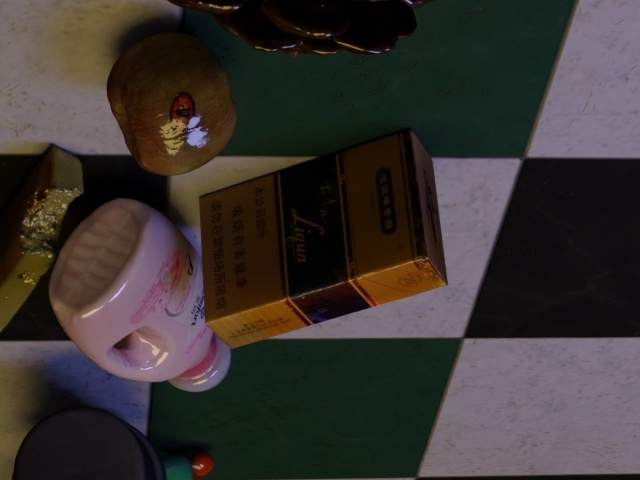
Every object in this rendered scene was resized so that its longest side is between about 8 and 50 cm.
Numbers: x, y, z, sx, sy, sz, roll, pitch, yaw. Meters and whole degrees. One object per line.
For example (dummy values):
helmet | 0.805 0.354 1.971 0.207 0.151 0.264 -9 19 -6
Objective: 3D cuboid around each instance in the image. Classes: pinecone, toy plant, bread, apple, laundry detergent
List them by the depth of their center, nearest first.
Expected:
pinecone | -0.002 -0.261 1.472 0.244 0.244 0.309 8 126 -19
apple | -0.132 -0.122 1.764 0.102 0.126 0.126 -25 150 -15
bread | -0.295 0.002 1.962 0.049 0.088 0.226 15 143 -25
laundry detergent | -0.173 0.076 2.046 0.088 0.159 0.335 30 168 24
toy plant | -0.279 0.312 2.343 0.185 0.279 0.400 33 166 7

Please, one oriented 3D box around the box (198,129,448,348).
box | 0.000 0.000 1.938 0.237 0.152 0.070 -18 145 20
